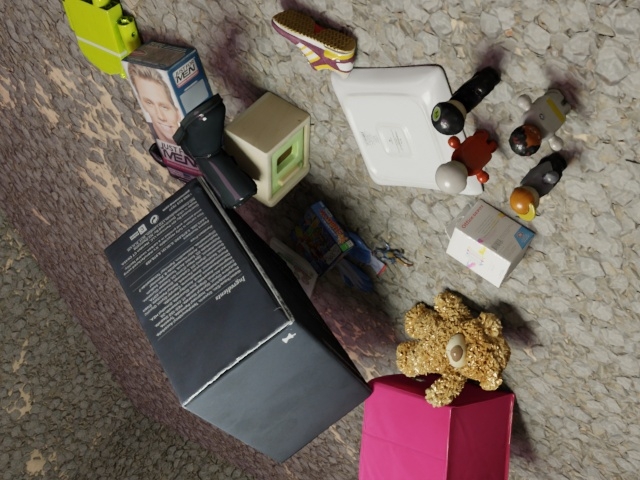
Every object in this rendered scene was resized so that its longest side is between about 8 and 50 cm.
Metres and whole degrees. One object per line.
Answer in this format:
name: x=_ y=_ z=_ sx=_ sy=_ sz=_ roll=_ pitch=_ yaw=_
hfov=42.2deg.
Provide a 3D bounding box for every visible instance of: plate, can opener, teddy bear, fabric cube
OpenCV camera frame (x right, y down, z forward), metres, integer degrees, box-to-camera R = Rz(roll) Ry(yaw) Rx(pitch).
plate: x=0.153 y=-0.201 z=1.586 sx=0.278 sy=0.045 sz=0.277 roll=11 pitch=137 yaw=45
can opener: x=-0.392 y=-0.196 z=2.253 sx=0.186 sy=0.073 sz=0.059 roll=46 pitch=144 yaw=-20
teddy bear: x=0.266 y=0.230 z=1.818 sx=0.113 sy=0.245 sz=0.338 roll=25 pitch=-174 yaw=-26
fabric cube: x=0.275 y=0.468 z=1.969 sx=0.258 sy=0.254 sz=0.259 roll=7 pitch=94 yaw=47

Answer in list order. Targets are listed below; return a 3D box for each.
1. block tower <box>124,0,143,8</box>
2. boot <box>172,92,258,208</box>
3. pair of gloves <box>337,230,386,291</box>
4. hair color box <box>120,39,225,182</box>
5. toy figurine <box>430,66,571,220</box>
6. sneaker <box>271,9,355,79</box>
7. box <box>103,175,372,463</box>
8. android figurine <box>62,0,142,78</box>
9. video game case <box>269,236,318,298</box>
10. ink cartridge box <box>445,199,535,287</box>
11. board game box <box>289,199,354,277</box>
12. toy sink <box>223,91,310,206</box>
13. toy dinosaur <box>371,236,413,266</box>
block tower: x=-0.320 y=-0.580 z=1.648 sx=0.091 sy=0.097 sz=0.335 roll=51 pitch=148 yaw=-13
boot: x=-0.198 y=-0.174 z=1.693 sx=0.207 sy=0.094 sz=0.246 roll=51 pitch=156 yaw=-5
pair of gloves: x=0.077 y=0.052 z=2.018 sx=0.159 sy=0.023 sz=0.198 roll=40 pitch=149 yaw=9
hair color box: x=-0.335 y=-0.298 z=2.006 sx=0.174 sy=0.105 sz=0.347 roll=19 pitch=141 yaw=36
toy figurine: x=0.294 y=-0.156 z=1.364 sx=0.209 sy=0.148 sz=0.213 roll=27 pitch=145 yaw=29
sneaker: x=-0.019 y=-0.367 z=1.566 sx=0.185 sy=0.069 sz=0.084 roll=33 pitch=143 yaw=22
box: x=-0.180 y=0.190 z=1.904 sx=0.472 sy=0.297 sz=0.480 roll=52 pitch=-179 yaw=37
android figurine: x=-0.537 y=-0.519 z=2.029 sx=0.248 sy=0.056 sz=0.273 roll=25 pitch=145 yaw=30
video game case: x=-0.077 y=0.074 z=2.238 sx=0.157 sy=0.019 sz=0.143 roll=36 pitch=150 yaw=14
ink cartridge box: x=0.316 y=0.000 z=1.588 sx=0.143 sy=0.092 sz=0.090 roll=35 pitch=150 yaw=18
board game box: x=0.000 y=0.000 z=1.996 sx=0.136 sy=0.035 sz=0.201 roll=54 pitch=155 yaw=6
toy sink: x=-0.113 y=-0.179 z=1.834 sx=0.131 sy=0.153 sz=0.234 roll=33 pitch=147 yaw=20
toy dinosaur: x=0.153 y=0.038 z=1.891 sx=0.090 sy=0.047 sz=0.082 roll=43 pitch=170 yaw=-18
